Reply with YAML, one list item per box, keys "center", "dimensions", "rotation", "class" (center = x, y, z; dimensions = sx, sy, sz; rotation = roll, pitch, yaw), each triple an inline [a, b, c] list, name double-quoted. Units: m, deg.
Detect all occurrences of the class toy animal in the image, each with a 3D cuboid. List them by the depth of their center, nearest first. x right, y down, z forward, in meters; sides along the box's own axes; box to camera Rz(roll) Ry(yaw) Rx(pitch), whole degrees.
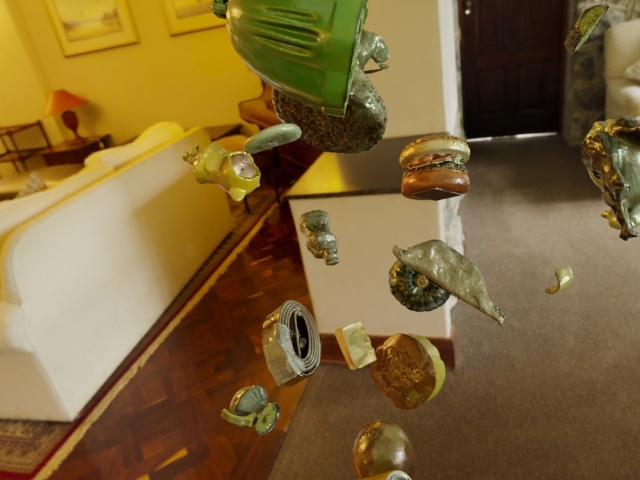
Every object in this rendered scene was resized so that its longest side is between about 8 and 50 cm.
- center: [0.466, -0.087, 0.726]
  dimensions: [0.094, 0.225, 0.121]
  rotation: [-31, 34, 18]
  class: "toy animal"
- center: [-0.295, -0.211, 1.415]
  dimensions: [0.230, 0.156, 0.156]
  rotation: [30, 34, 3]
  class: "toy animal"

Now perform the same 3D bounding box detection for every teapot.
- center: [-0.196, 0.479, 1.329]
  dimensions: [0.119, 0.130, 0.166]
  rotation: [20, 8, 35]
  class: "teapot"

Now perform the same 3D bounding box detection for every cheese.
- center: [0.668, 0.113, 1.318]
  dimensions: [0.060, 0.084, 0.041]
  rotation: [-12, 38, -25]
  class: "cheese"

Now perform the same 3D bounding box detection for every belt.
- center: [-0.110, 0.389, 1.813]
  dimensions: [0.122, 0.217, 0.338]
  rotation: [-40, 36, 29]
  class: "belt"

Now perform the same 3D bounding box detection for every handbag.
- center: [0.068, 0.200, 0.909]
  dimensions: [0.061, 0.083, 0.027]
  rotation: [-14, -15, -40]
  class: "handbag"

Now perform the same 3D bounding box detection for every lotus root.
- center: [-0.036, -0.238, 0.513]
  dimensions: [0.186, 0.186, 0.186]
  rotation: [-9, 25, 4]
  class: "lotus root"

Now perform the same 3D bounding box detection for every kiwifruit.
- center: [0.192, 0.661, 1.450]
  dimensions: [0.196, 0.233, 0.196]
  rotation: [-13, 25, 6]
  class: "kiwifruit"

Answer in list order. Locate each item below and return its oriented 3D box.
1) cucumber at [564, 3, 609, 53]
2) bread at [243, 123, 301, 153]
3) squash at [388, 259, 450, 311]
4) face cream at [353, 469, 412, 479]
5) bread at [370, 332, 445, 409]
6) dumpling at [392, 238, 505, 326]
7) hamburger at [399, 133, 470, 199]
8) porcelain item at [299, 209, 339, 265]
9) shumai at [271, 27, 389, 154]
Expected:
- center: [0.617, -0.490, 1.129]
  dimensions: [0.046, 0.070, 0.220]
  rotation: [36, 12, 13]
  class: "cucumber"
- center: [-0.144, -0.316, 1.456]
  dimensions: [0.193, 0.036, 0.112]
  rotation: [-20, -8, -11]
  class: "bread"
- center: [0.334, 0.137, 1.585]
  dimensions: [0.218, 0.218, 0.172]
  rotation: [-4, 19, 16]
  class: "squash"
- center: [0.074, 0.631, 1.128]
  dimensions: [0.349, 0.105, 0.105]
  rotation: [-41, 3, 40]
  class: "face cream"
- center: [0.313, 0.465, 1.715]
  dimensions: [0.270, 0.269, 0.148]
  rotation: [12, 7, 39]
  class: "bread"
- center: [0.344, 0.074, 1.218]
  dimensions: [0.332, 0.086, 0.166]
  rotation: [35, 31, 0]
  class: "dumpling"
- center: [0.446, -0.282, 1.843]
  dimensions: [0.291, 0.224, 0.291]
  rotation: [-1, -11, 0]
  class: "hamburger"
- center: [0.000, 0.000, 1.176]
  dimensions: [0.081, 0.069, 0.215]
  rotation: [-4, 30, -10]
  class: "porcelain item"
- center: [0.054, -0.518, 1.602]
  dimensions: [0.396, 0.395, 0.347]
  rotation: [3, 60, 28]
  class: "shumai"
